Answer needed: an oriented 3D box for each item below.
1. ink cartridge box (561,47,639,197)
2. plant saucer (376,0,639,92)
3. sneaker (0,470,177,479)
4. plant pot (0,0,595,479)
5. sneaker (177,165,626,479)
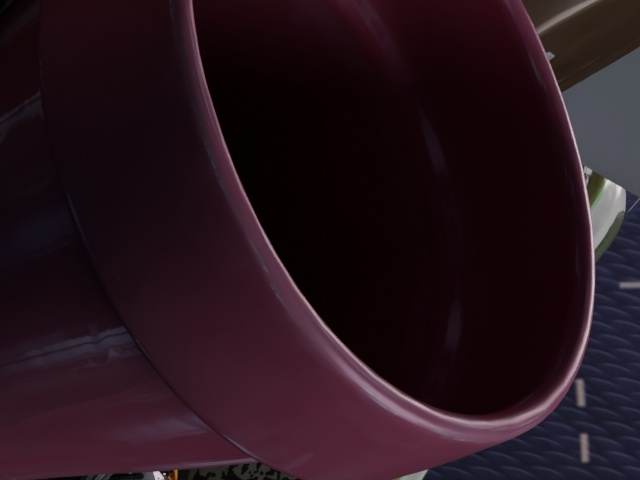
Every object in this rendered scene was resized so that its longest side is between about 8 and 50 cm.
[{"bbox_3d":[0.273,-0.161,1.131,0.270,0.197,0.198,-56,172,-19],"label":"ink cartridge box"},{"bbox_3d":[0.081,-0.084,0.784,0.278,0.041,0.278,-28,175,-2],"label":"plant saucer"},{"bbox_3d":[-0.109,0.118,1.104,0.215,0.083,0.084,-42,166,-30],"label":"sneaker"},{"bbox_3d":[-0.043,-0.010,0.600,0.180,0.201,0.201,-23,-177,32],"label":"plant pot"},{"bbox_3d":[0.036,0.016,1.217,0.410,0.158,0.182,-49,146,-25],"label":"sneaker"}]
